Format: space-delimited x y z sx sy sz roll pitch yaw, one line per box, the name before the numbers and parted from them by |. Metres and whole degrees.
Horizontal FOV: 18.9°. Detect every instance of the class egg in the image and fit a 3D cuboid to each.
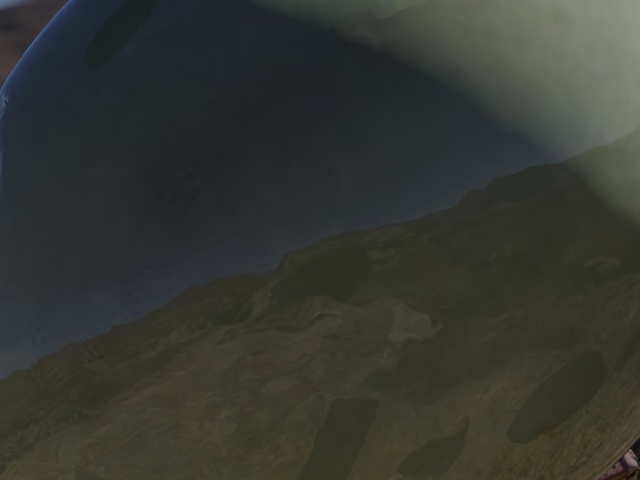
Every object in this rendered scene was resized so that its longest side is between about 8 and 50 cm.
egg | 0.000 0.000 0.759 0.336 0.278 0.278 -32 9 -19

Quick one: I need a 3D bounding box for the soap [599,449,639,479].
soap | 0.101 0.115 1.452 0.218 0.273 0.098 -23 -21 -30
